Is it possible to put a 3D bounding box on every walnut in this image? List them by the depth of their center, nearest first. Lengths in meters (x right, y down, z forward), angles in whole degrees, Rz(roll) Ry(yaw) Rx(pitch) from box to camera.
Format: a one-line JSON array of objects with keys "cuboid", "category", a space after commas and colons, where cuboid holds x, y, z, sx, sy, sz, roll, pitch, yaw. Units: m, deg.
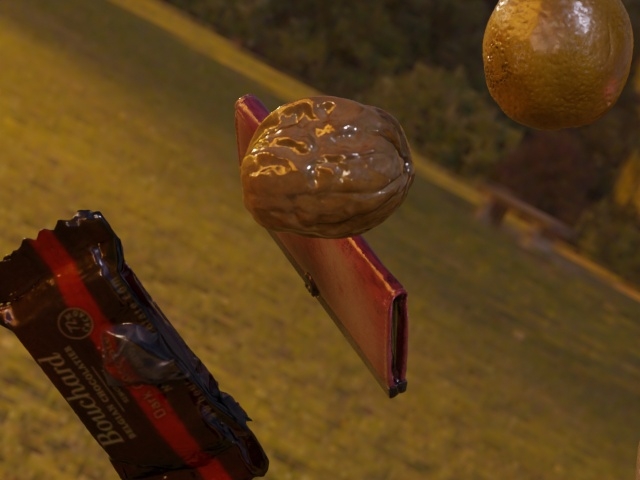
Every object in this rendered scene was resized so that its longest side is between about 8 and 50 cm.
[{"cuboid": [0.001, -0.040, 0.969, 0.096, 0.082, 0.079, -2, 24, 17], "category": "walnut"}]

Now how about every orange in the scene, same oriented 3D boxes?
[{"cuboid": [0.134, -0.110, 1.012, 0.085, 0.095, 0.085, -1, 10, 0], "category": "orange"}]

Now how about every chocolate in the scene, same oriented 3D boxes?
[{"cuboid": [-0.102, 0.069, 0.927, 0.182, 0.086, 0.028, 59, 12, -26], "category": "chocolate"}]

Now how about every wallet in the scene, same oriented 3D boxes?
[{"cuboid": [0.000, 0.000, 1.336, 0.232, 0.025, 0.119, 53, -23, 35], "category": "wallet"}]

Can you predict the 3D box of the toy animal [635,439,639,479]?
[{"cuboid": [0.340, 0.103, 1.465, 0.284, 0.225, 0.302, -12, 60, -14], "category": "toy animal"}]
